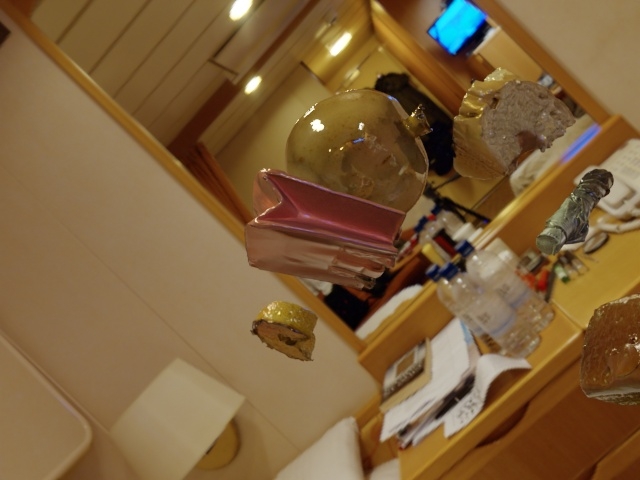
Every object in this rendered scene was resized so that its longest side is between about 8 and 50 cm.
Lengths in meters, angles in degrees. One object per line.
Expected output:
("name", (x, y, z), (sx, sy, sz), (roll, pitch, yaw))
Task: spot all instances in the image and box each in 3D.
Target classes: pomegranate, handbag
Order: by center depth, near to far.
("handbag", (0.000, 0.000, 0.626), (0.212, 0.158, 0.059), (109, 174, -75))
("pomegranate", (0.086, -0.175, 1.212), (0.319, 0.319, 0.319), (-46, 1, 1))

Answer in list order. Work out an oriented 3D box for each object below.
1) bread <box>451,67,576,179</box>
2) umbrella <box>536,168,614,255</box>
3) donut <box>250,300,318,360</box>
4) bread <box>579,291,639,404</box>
("bread", (0.328, -0.244, 1.155), (0.183, 0.211, 0.224), (-54, 28, -7))
("umbrella", (0.340, -0.040, 0.765), (0.188, 0.050, 0.046), (-38, -36, -38))
("donut", (-0.075, 0.188, 1.245), (0.181, 0.146, 0.078), (87, -156, -60))
("bread", (0.558, 0.189, 1.019), (0.234, 0.111, 0.184), (114, 173, -68))
